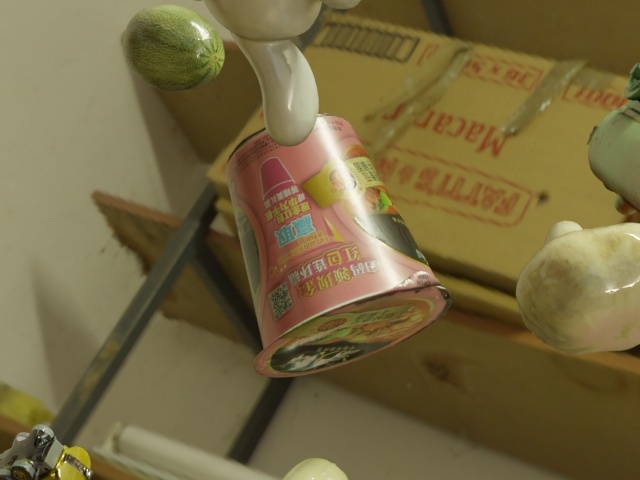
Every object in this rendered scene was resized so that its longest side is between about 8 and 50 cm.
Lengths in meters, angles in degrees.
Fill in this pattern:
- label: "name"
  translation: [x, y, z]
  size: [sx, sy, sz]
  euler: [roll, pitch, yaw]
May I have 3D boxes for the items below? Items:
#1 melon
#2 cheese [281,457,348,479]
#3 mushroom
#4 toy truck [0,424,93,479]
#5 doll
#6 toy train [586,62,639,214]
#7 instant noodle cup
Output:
- label: "melon"
  translation: [-0.241, -0.308, 1.791]
  size: [0.192, 0.139, 0.139]
  euler: [20, -28, 33]
- label: "cheese"
  translation: [-0.026, 0.266, 1.069]
  size: [0.064, 0.137, 0.227]
  euler: [31, -14, 14]
- label: "mushroom"
  translation: [0.438, 0.057, 1.813]
  size: [0.254, 0.234, 0.260]
  euler: [-36, -44, 18]
- label: "toy truck"
  translation: [-0.258, 0.209, 0.970]
  size: [0.123, 0.052, 0.063]
  euler: [-28, -64, 30]
- label: "doll"
  translation: [0.003, -0.331, 1.098]
  size: [0.365, 0.187, 0.376]
  euler: [-25, -70, 28]
- label: "toy train"
  translation: [0.375, -0.102, 1.201]
  size: [0.116, 0.177, 0.285]
  euler: [31, 13, -10]
- label: "instant noodle cup"
  translation: [0.000, 0.000, 1.297]
  size: [0.244, 0.243, 0.255]
  euler: [114, -41, -63]
